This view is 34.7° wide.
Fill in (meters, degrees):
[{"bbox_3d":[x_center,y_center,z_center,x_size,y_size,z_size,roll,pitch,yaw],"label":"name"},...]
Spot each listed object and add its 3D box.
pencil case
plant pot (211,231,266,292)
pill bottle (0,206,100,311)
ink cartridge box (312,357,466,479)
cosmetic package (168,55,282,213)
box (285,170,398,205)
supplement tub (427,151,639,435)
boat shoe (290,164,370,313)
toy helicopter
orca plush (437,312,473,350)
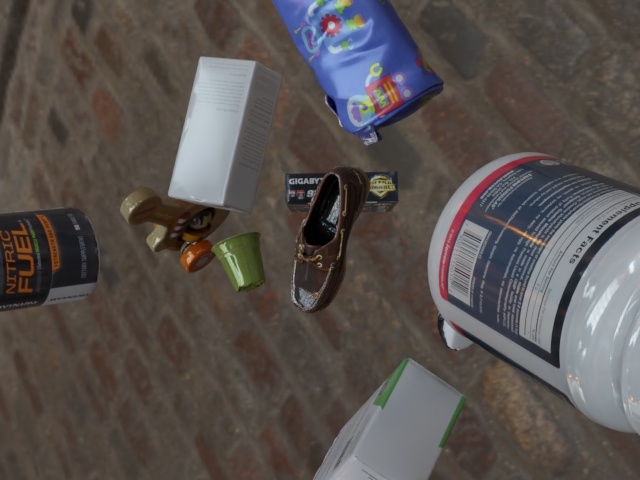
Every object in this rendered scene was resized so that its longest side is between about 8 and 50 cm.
[{"bbox_3d":[0.014,-0.259,1.174,0.133,0.119,0.306,-32,91,26],"label":"pencil case"},{"bbox_3d":[-0.122,0.038,1.630,0.083,0.083,0.079,-34,72,47],"label":"plant pot"},{"bbox_3d":[-0.422,0.029,1.320,0.130,0.245,0.130,11,105,49],"label":"pill bottle"},{"bbox_3d":[0.086,0.341,1.580,0.117,0.201,0.278,34,140,1],"label":"ink cartridge box"},{"bbox_3d":[-0.149,-0.166,1.607,0.117,0.085,0.231,12,88,33],"label":"cosmetic package"},{"bbox_3d":[0.033,-0.076,1.657,0.220,0.175,0.051,59,-149,-88],"label":"box"},{"bbox_3d":[0.238,0.044,0.875,0.272,0.191,0.191,33,123,54],"label":"supplement tub"},{"bbox_3d":[0.000,0.000,1.327,0.073,0.073,0.207,22,105,23],"label":"boat shoe"},{"bbox_3d":[-0.295,-0.066,2.172,0.235,0.355,0.140,-43,71,13],"label":"toy helicopter"},{"bbox_3d":[0.232,0.009,1.400,0.102,0.151,0.287,54,136,49],"label":"orca plush"}]
